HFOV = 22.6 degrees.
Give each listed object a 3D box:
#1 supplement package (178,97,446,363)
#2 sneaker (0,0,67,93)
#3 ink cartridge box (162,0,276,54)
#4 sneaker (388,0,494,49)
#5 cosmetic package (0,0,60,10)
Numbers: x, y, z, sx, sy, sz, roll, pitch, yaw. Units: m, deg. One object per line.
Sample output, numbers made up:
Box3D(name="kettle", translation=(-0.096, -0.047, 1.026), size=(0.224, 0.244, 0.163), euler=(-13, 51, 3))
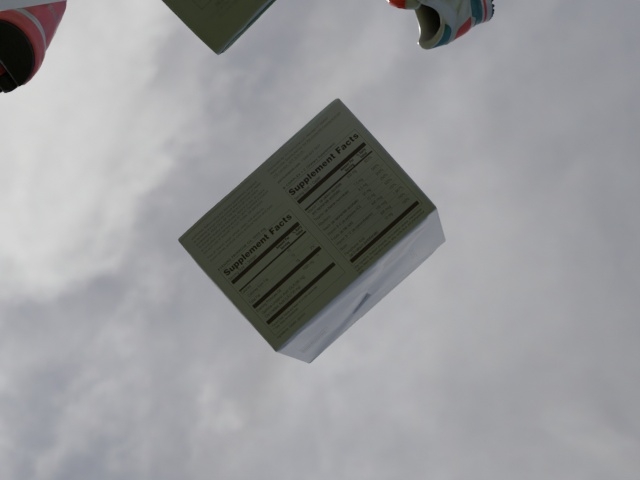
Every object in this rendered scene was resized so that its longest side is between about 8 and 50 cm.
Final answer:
Box3D(name="supplement package", translation=(0.000, 0.000, 1.595), size=(0.204, 0.262, 0.145), euler=(-42, -100, 0))
Box3D(name="sneaker", translation=(-0.395, -0.210, 1.797), size=(0.314, 0.116, 0.136), euler=(-13, -147, 38))
Box3D(name="ink cartridge box", translation=(-0.091, -0.216, 0.899), size=(0.109, 0.062, 0.209), euler=(-44, -81, 7))
Box3D(name="sneaker", translation=(0.085, -0.227, 1.307), size=(0.075, 0.161, 0.057), euler=(-38, -142, -16))
Box3D(name="cosmetic package", translation=(-0.147, -0.353, 1.357), size=(0.377, 0.097, 0.284), euler=(-3, -119, 32))
